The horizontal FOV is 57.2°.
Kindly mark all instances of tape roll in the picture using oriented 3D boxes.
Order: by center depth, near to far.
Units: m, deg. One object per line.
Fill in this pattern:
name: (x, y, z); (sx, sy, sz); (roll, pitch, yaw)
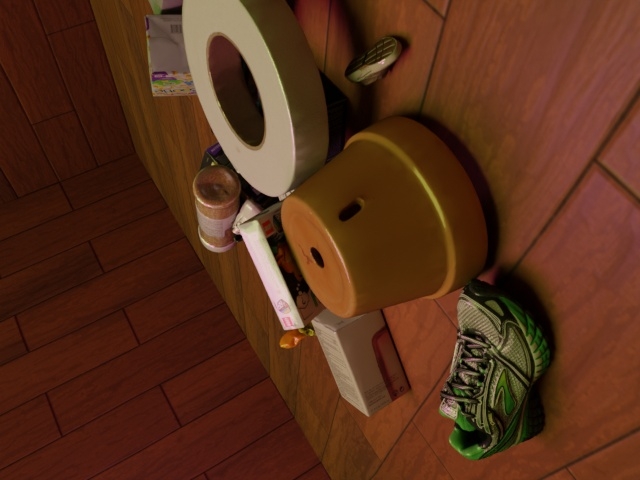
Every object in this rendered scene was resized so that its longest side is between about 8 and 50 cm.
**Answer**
tape roll: (-0.121, -0.263, 1.017); (0.392, 0.072, 0.392); (47, 153, 33)

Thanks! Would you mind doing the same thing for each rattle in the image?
rattle: (-0.059, 0.229, 1.723); (0.200, 0.142, 0.130); (100, 158, -69)

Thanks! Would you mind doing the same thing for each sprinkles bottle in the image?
sprinkles bottle: (-0.279, -0.076, 1.599); (0.121, 0.121, 0.355); (59, 163, 13)

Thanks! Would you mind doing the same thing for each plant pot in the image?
plant pot: (0.076, -0.015, 0.889); (0.291, 0.203, 0.291); (49, 155, 31)

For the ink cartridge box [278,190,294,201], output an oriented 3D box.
ink cartridge box: (-0.042, -0.091, 1.373); (0.150, 0.063, 0.109); (29, 141, 58)

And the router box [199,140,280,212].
router box: (-0.237, -0.144, 1.691); (0.243, 0.081, 0.309); (47, 160, -2)

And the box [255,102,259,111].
box: (-0.174, -0.313, 1.413); (0.295, 0.073, 0.293); (64, 163, 6)

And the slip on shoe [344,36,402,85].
slip on shoe: (0.085, -0.261, 0.874); (0.041, 0.051, 0.135); (28, 164, -24)

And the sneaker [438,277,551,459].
sneaker: (0.252, 0.210, 0.885); (0.134, 0.146, 0.343); (35, 145, 54)

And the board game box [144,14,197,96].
board game box: (-0.371, -0.469, 1.516); (0.275, 0.144, 0.142); (-168, 73, -75)

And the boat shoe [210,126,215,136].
boat shoe: (-0.275, -0.307, 1.622); (0.178, 0.060, 0.064); (61, -172, -53)

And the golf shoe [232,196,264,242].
golf shoe: (-0.189, -0.047, 1.536); (0.067, 0.086, 0.186); (42, 157, 10)

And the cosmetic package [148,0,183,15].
cosmetic package: (-0.330, -0.610, 1.357); (0.107, 0.127, 0.238); (65, 159, -1)

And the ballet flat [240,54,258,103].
ballet flat: (-0.114, -0.388, 1.109); (0.123, 0.123, 0.348); (57, 157, 17)

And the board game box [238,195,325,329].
board game box: (0.000, 0.000, 1.051); (0.053, 0.305, 0.193); (-13, 105, 39)

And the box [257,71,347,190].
box: (-0.037, -0.218, 1.133); (0.153, 0.108, 0.207); (51, 157, 30)

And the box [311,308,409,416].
box: (0.093, 0.268, 1.391); (0.148, 0.127, 0.232); (15, 129, 65)
